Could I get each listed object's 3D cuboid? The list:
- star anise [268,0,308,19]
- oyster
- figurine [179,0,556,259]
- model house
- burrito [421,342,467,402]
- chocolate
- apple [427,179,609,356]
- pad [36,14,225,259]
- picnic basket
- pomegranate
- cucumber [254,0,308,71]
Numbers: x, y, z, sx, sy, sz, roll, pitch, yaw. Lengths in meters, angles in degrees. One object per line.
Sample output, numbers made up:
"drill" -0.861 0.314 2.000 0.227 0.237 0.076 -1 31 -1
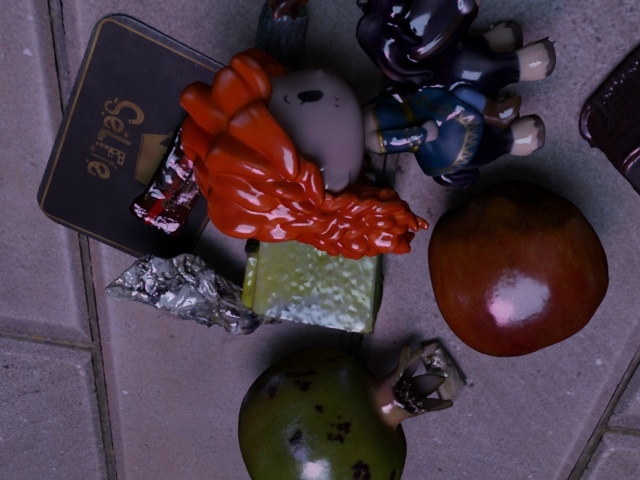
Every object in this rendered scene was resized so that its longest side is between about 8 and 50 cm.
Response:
"star anise" -0.049 -0.325 0.767 0.111 0.212 0.196 -15 103 -29
"oyster" -0.172 0.085 1.128 0.199 0.087 0.252 2 159 17
"figurine" 0.060 -0.135 0.832 0.411 0.241 0.306 -33 142 8
"model house" 0.000 0.000 1.051 0.194 0.170 0.211 9 101 10
"burrito" 0.204 0.223 1.234 0.055 0.041 0.149 -5 132 29
"chocolate" -0.187 -0.084 1.012 0.086 0.028 0.182 31 113 -19
"apple" 0.250 0.030 0.974 0.230 0.230 0.230 4 128 5
"pad" -0.278 -0.113 1.024 0.315 0.063 0.375 25 127 -11
"picnic basket" 0.460 -0.151 0.846 0.222 0.129 0.297 33 124 -16
"pomegranate" 0.033 0.306 1.167 0.323 0.291 0.291 -16 125 32
"cucumber" -0.048 -0.236 0.899 0.064 0.064 0.112 9 127 1
